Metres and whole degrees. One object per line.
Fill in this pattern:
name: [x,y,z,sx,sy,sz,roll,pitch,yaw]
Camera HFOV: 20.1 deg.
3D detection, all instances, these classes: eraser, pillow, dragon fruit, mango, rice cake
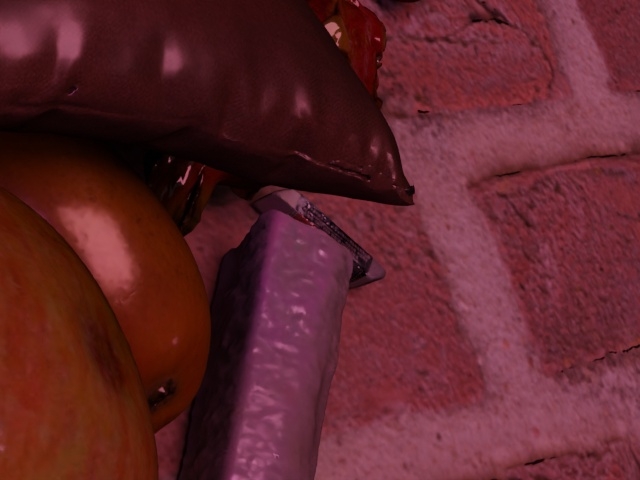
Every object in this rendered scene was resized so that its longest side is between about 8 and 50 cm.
eraser: [0.000,0.000,1.128,0.099,0.027,0.019,43,46,-24]
pillow: [-0.129,-0.139,0.872,0.308,0.108,0.305,9,35,-41]
dragon fruit: [-0.053,-0.067,1.044,0.246,0.125,0.125,-56,155,-31]
mango: [-0.141,0.003,0.886,0.120,0.151,0.221,-36,95,-27]
rice cake: [-0.042,0.145,0.979,0.070,0.064,0.399,29,50,-26]

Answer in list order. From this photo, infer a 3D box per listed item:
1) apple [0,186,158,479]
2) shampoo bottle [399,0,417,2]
apple: [-0.194,0.080,0.709,0.264,0.264,0.264,24,54,-37]
shampoo bottle: [0.120,-0.279,1.366,0.118,0.076,0.314,57,40,-6]
